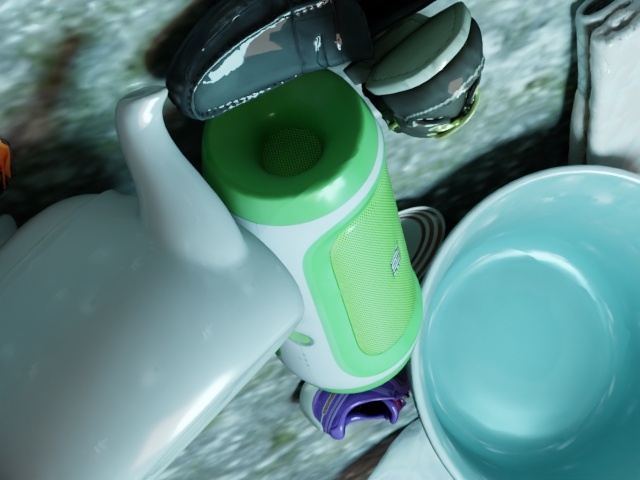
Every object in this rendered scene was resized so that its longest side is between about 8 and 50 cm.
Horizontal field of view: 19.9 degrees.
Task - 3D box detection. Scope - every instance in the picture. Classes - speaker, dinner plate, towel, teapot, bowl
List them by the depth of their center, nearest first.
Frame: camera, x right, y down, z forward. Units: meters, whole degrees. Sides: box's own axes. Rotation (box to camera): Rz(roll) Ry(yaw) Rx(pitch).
[{"bbox_3d":[-0.149,0.062,1.153,0.256,0.187,0.252,-47,177,-14],"label":"teapot"},{"bbox_3d":[0.000,0.000,1.301,0.131,0.131,0.296,-35,151,-10],"label":"speaker"},{"bbox_3d":[0.044,0.021,1.510,0.141,0.017,0.141,-30,152,-18],"label":"dinner plate"},{"bbox_3d":[0.196,0.095,1.561,0.311,0.311,0.163,-32,-172,-16],"label":"bowl"},{"bbox_3d":[0.345,-0.170,1.571,0.332,0.053,0.317,-34,151,-14],"label":"towel"}]

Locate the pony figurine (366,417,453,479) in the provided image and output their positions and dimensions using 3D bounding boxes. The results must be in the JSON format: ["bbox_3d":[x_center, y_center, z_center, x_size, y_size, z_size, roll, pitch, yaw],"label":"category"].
[{"bbox_3d":[0.227,0.245,1.850,0.363,0.303,0.351,84,28,-54],"label":"pony figurine"}]

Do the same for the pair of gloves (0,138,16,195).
[{"bbox_3d":[-0.223,-0.036,1.099,0.083,0.010,0.074,-29,152,-15],"label":"pair of gloves"}]

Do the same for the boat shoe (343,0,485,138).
[{"bbox_3d":[0.072,-0.104,1.177,0.081,0.068,0.228,-40,-170,-1],"label":"boat shoe"}]

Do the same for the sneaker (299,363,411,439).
[{"bbox_3d":[0.063,0.127,1.630,0.170,0.071,0.068,-31,151,-20],"label":"sneaker"}]

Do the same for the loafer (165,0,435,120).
[{"bbox_3d":[0.004,-0.143,1.151,0.223,0.078,0.076,-35,152,-10],"label":"loafer"}]
